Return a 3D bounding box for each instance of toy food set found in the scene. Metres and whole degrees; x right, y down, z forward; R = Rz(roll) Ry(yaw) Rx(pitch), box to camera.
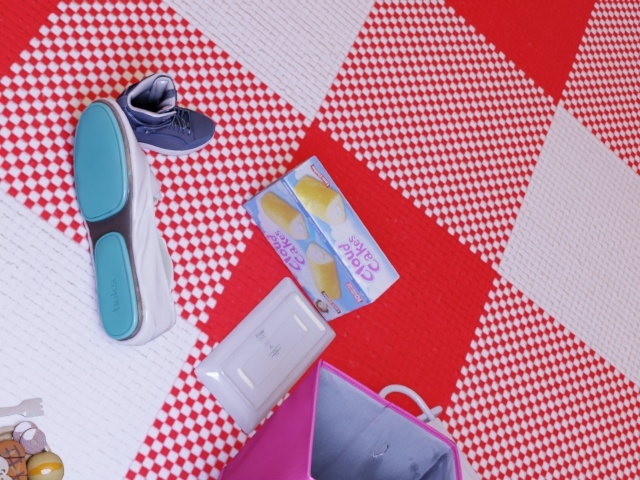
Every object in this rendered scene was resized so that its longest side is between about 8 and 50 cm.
[{"bbox_3d":[-0.437,0.327,1.644,0.132,0.038,0.192,-5,76,-36],"label":"toy food set"}]

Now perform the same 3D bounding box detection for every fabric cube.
[{"bbox_3d":[0.019,0.376,1.554,0.259,0.258,0.254,33,25,-14],"label":"fabric cube"}]

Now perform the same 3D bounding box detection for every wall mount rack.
[{"bbox_3d":[0.149,0.435,1.933,0.304,0.130,0.350,-19,68,-41],"label":"wall mount rack"}]

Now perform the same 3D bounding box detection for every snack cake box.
[{"bbox_3d":[0.000,0.000,2.001,0.089,0.152,0.264,-40,96,-37],"label":"snack cake box"}]

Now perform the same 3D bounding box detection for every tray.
[{"bbox_3d":[-0.084,0.190,1.948,0.145,0.030,0.270,50,52,-8],"label":"tray"}]

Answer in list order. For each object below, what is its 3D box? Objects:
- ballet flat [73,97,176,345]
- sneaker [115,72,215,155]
[{"bbox_3d":[-0.308,-0.027,1.829,0.139,0.139,0.400,-3,79,-36],"label":"ballet flat"},{"bbox_3d":[-0.247,-0.211,1.903,0.226,0.163,0.086,-1,72,-37],"label":"sneaker"}]
